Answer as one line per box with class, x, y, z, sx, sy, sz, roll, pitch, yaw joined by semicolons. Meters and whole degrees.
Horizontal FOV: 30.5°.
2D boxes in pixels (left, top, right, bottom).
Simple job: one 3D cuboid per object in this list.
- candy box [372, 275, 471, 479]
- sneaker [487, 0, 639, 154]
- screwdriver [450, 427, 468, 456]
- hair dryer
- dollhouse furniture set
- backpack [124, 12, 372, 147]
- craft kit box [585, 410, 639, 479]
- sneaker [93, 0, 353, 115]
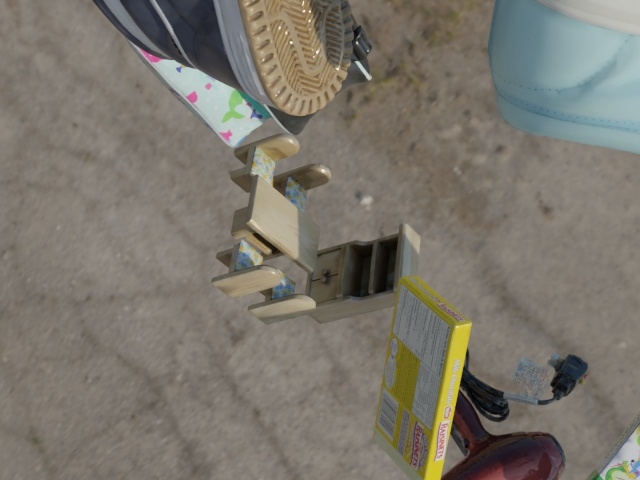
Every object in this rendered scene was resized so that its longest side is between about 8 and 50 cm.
candy box;0.103;0.150;1.225;0.027;0.206;0.105;-9;31;-30
sneaker;0.259;-0.069;0.572;0.366;0.150;0.135;19;47;9
screwdriver;0.229;0.318;1.605;0.170;0.024;0.025;53;34;-11
hair dryer;0.181;0.231;1.391;0.223;0.080;0.293;11;43;20
dollhouse furniture set;0.000;0.000;1.561;0.242;0.161;0.212;40;46;-41
backpack;-0.086;-0.228;1.075;0.225;0.191;0.253;47;16;-44
craft kit box;0.436;0.269;1.253;0.250;0.061;0.247;38;90;8
sneaker;-0.075;-0.211;0.644;0.099;0.282;0.153;-34;39;-32
